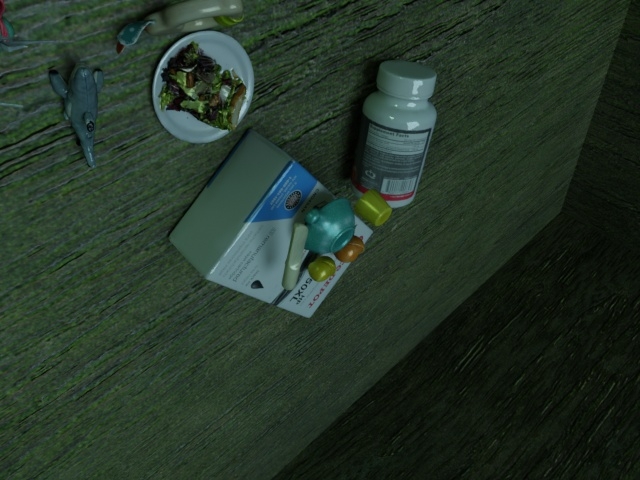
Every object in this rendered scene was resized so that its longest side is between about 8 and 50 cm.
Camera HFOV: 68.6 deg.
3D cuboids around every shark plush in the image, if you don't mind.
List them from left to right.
[{"bbox_3d":[-0.359,-0.184,0.699,0.073,0.067,0.161,-6,126,-45],"label":"shark plush"}]

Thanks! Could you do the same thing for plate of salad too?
[{"bbox_3d":[-0.196,-0.261,0.827,0.199,0.048,0.200,-29,140,-27],"label":"plate of salad"}]

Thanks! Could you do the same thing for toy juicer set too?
[{"bbox_3d":[0.000,0.000,0.969,0.328,0.089,0.209,-18,145,-50],"label":"toy juicer set"}]

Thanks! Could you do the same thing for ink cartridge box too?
[{"bbox_3d":[-0.087,-0.014,1.068,0.286,0.166,0.395,-53,145,2],"label":"ink cartridge box"}]

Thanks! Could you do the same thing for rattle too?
[{"bbox_3d":[-0.221,-0.368,0.687,0.199,0.130,0.143,-12,124,-6],"label":"rattle"}]

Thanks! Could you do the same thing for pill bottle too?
[{"bbox_3d":[0.178,-0.254,1.134,0.176,0.176,0.319,-22,136,-34],"label":"pill bottle"}]

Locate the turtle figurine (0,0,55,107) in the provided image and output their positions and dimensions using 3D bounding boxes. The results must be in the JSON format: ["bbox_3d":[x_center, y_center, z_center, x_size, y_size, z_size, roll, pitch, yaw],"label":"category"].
[{"bbox_3d":[-0.445,-0.222,0.537,0.234,0.118,0.175,-18,175,-35],"label":"turtle figurine"}]
